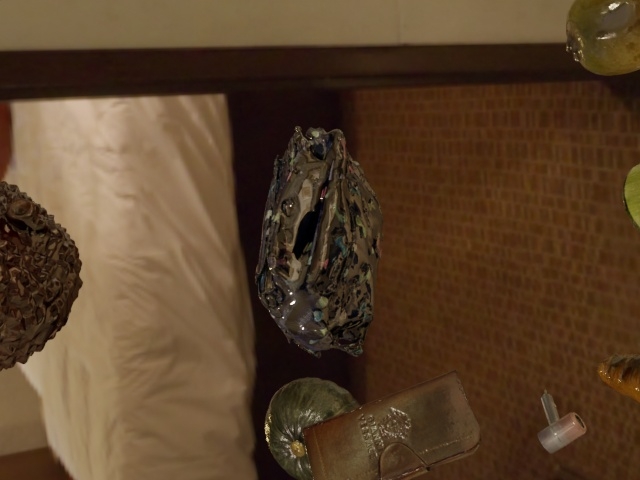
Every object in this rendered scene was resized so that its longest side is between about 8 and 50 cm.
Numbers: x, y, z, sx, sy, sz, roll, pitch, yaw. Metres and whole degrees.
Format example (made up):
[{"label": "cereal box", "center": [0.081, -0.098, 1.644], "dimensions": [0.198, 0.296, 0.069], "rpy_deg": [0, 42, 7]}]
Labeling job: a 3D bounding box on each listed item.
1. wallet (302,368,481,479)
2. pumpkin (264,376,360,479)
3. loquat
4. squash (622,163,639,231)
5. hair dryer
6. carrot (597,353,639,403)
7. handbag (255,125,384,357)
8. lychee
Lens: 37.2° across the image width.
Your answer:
[{"label": "wallet", "center": [0.104, 0.290, 1.392], "dimensions": [0.031, 0.255, 0.137], "rpy_deg": [60, -170, -53]}, {"label": "pumpkin", "center": [-0.006, 0.362, 1.810], "dimensions": [0.211, 0.152, 0.212], "rpy_deg": [20, 123, 34]}, {"label": "loquat", "center": [0.461, -0.333, 1.431], "dimensions": [0.195, 0.152, 0.152], "rpy_deg": [-27, 66, 19]}, {"label": "squash", "center": [0.422, -0.080, 0.996], "dimensions": [0.224, 0.094, 0.094], "rpy_deg": [-43, 59, 59]}, {"label": "hair dryer", "center": [0.353, 0.260, 1.426], "dimensions": [0.063, 0.037, 0.114], "rpy_deg": [-39, 26, 20]}, {"label": "carrot", "center": [0.348, 0.140, 0.858], "dimensions": [0.314, 0.066, 0.066], "rpy_deg": [-171, 75, -69]}, {"label": "handbag", "center": [0.000, 0.000, 1.071], "dimensions": [0.162, 0.113, 0.260], "rpy_deg": [58, -145, -53]}, {"label": "lychee", "center": [-0.504, 0.054, 1.389], "dimensions": [0.330, 0.306, 0.306], "rpy_deg": [-40, 55, 22]}]
